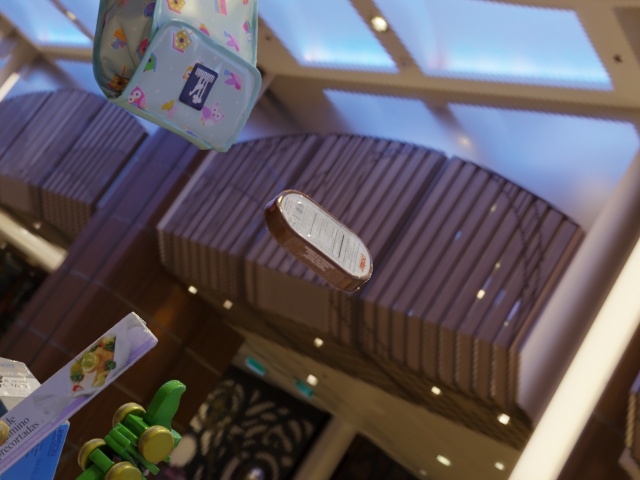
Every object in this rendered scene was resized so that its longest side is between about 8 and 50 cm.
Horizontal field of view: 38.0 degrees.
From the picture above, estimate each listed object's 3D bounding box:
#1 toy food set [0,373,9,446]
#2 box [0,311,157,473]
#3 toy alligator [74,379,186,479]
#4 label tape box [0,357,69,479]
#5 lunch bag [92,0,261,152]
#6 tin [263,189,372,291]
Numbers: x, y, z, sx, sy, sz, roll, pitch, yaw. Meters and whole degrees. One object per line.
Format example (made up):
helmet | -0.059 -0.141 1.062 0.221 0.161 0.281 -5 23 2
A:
toy food set | -0.433 0.231 1.089 0.038 0.132 0.192 63 -32 30
box | -0.386 0.233 1.384 0.063 0.324 0.067 49 -19 2
toy alligator | -0.169 0.195 0.748 0.056 0.189 0.051 22 -27 47
label tape box | -0.586 0.345 1.655 0.106 0.240 0.334 9 16 -41
lunch bag | -0.204 -0.277 1.348 0.160 0.262 0.223 -14 -24 34
tin | 0.000 0.000 1.369 0.190 0.106 0.040 38 -52 -17
